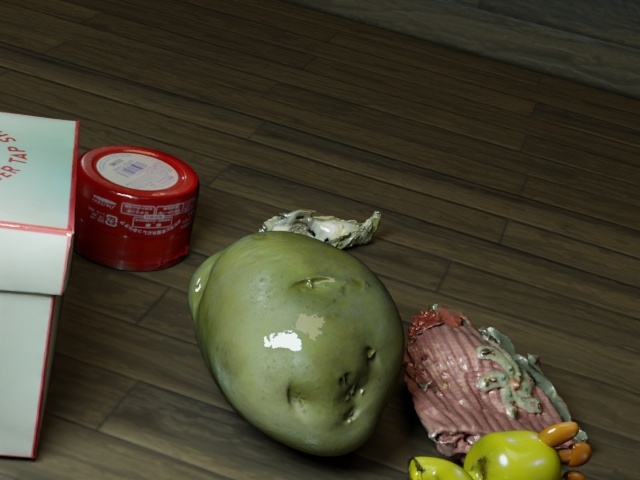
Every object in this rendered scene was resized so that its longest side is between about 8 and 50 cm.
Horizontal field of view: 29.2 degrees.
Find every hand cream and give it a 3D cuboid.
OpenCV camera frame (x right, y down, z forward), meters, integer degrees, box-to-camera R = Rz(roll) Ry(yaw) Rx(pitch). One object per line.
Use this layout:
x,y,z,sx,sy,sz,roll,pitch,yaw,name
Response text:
-0.278,-0.051,1.822,0.193,0.125,0.193,12,25,-6,hand cream

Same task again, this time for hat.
0.200,0.174,1.599,0.237,0.107,0.286,10,29,-28,hat

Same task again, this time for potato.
-0.027,0.112,1.491,0.243,0.221,0.326,-5,26,-14,potato

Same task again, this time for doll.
0.206,0.273,1.379,0.221,0.143,0.135,-6,29,-20,doll

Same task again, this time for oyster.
-0.001,-0.003,1.951,0.200,0.061,0.106,6,44,-9,oyster

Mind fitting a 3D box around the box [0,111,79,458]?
-0.442,0.031,1.377,0.312,0.300,0.314,6,26,-13,box
